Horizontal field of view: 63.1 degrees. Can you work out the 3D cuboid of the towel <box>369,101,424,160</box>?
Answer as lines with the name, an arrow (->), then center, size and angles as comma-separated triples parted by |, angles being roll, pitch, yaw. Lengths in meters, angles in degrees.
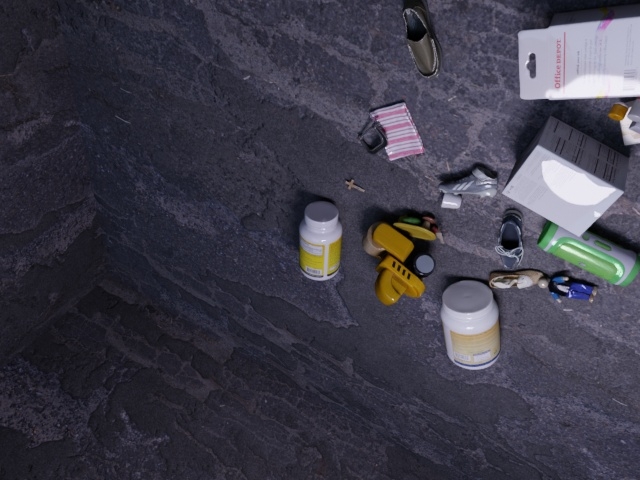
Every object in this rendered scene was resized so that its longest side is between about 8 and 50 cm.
towel -> 0.270, -0.383, 1.842 | 0.144, 0.029, 0.197 | -8, 122, 39

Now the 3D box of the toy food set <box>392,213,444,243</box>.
toy food set -> 0.392, -0.058, 2.032 | 0.217, 0.071, 0.128 | 15, 166, 32

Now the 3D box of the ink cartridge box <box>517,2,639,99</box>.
ink cartridge box -> 0.711, -0.486, 1.357 | 0.353, 0.119, 0.207 | 7, 131, 30

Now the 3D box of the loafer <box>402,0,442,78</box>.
loafer -> 0.296, -0.601, 1.575 | 0.094, 0.087, 0.251 | -3, 125, 38

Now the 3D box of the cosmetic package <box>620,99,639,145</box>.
cosmetic package -> 0.869, -0.328, 1.450 | 0.060, 0.041, 0.115 | -8, 122, 39

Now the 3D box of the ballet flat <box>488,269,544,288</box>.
ballet flat -> 0.736, 0.156, 1.973 | 0.206, 0.067, 0.073 | -9, 119, 40

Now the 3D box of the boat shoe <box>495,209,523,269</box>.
boat shoe -> 0.682, 0.013, 1.871 | 0.095, 0.079, 0.255 | 14, 134, 25

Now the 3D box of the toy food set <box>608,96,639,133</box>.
toy food set -> 0.890, -0.330, 1.354 | 0.232, 0.111, 0.105 | 27, 94, 7

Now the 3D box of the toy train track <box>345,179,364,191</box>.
toy train track -> 0.140, -0.220, 2.099 | 0.083, 0.014, 0.048 | 27, 131, 4

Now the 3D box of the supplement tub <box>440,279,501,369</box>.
supplement tub -> 0.608, 0.341, 2.113 | 0.228, 0.228, 0.316 | 7, 131, 31

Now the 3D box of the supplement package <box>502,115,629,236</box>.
supplement package -> 0.728, -0.193, 1.556 | 0.262, 0.198, 0.199 | 32, 138, 8

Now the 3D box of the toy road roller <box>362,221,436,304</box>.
toy road roller -> 0.278, 0.109, 2.091 | 0.329, 0.241, 0.202 | 39, 165, 5

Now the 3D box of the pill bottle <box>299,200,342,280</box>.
pill bottle -> 0.000, 0.000, 2.269 | 0.187, 0.188, 0.334 | 21, 136, 19

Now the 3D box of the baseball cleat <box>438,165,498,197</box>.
baseball cleat -> 0.512, -0.209, 1.812 | 0.205, 0.072, 0.110 | 9, 116, 27

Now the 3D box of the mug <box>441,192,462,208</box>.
mug -> 0.479, -0.145, 1.900 | 0.064, 0.078, 0.062 | 14, 102, 14

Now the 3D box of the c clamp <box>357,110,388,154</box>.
c clamp -> 0.184, -0.382, 1.887 | 0.137, 0.022, 0.160 | 46, 152, -2

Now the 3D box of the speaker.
speaker -> 0.878, 0.035, 1.715 | 0.296, 0.131, 0.131 | 28, 138, 12

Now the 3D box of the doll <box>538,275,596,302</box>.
doll -> 0.884, 0.177, 1.885 | 0.188, 0.046, 0.129 | 14, 134, 15
